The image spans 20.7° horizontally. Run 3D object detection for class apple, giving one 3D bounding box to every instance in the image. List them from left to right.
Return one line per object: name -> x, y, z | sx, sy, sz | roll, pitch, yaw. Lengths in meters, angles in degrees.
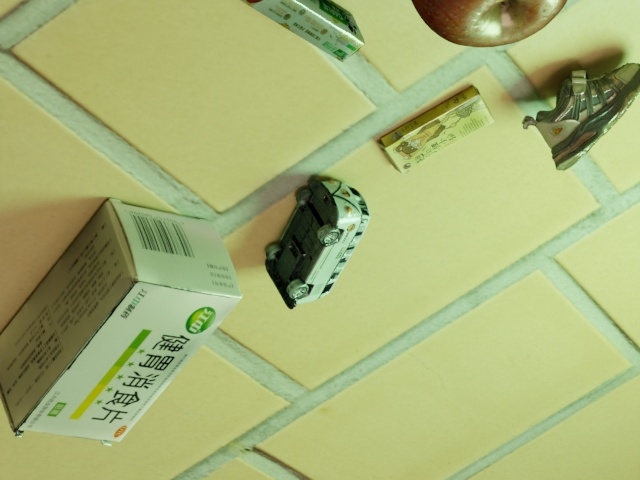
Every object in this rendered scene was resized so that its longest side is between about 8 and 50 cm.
apple -> 0.190, -0.319, 1.972 | 0.201, 0.162, 0.201 | -12, 154, -6

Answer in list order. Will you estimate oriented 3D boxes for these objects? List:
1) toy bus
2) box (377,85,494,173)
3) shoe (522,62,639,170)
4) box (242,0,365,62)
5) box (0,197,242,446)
toy bus -> 0.000, 0.000, 2.342 | 0.089, 0.087, 0.194 | -8, 142, -34
box -> 0.152, -0.143, 2.296 | 0.149, 0.020, 0.073 | -30, 146, 8
shoe -> 0.349, -0.179, 2.315 | 0.180, 0.092, 0.089 | -46, 174, -9
box -> -0.027, -0.267, 1.996 | 0.041, 0.050, 0.207 | -38, 143, 21
box -> -0.271, 0.114, 2.271 | 0.173, 0.145, 0.333 | 13, 130, -40
